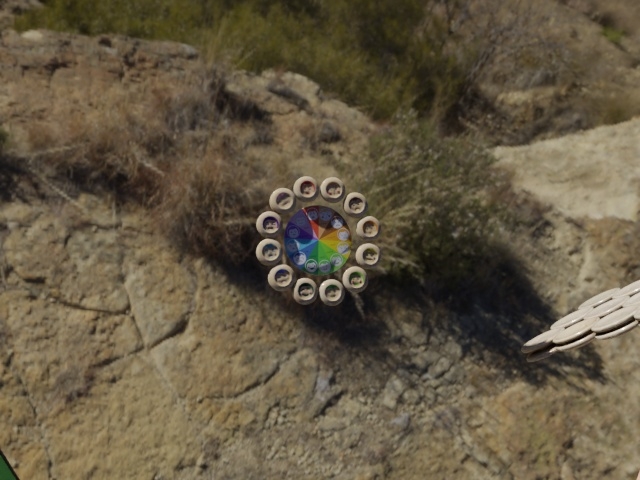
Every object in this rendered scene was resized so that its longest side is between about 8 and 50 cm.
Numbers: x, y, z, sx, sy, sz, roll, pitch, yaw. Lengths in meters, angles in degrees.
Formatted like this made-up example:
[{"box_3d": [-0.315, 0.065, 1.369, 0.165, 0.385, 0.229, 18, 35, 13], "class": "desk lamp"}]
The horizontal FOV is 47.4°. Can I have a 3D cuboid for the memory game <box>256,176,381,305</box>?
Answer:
[{"box_3d": [0.000, 0.000, 1.009, 0.186, 0.012, 0.186, 2, 82, -15], "class": "memory game"}]

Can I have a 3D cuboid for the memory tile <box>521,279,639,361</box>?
[{"box_3d": [0.221, 0.048, 0.523, 0.113, 0.148, 0.012, -25, 84, -31], "class": "memory tile"}]

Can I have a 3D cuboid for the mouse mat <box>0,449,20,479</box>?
[{"box_3d": [-0.250, 0.197, 0.480, 0.007, 0.190, 0.153, -11, 25, 17], "class": "mouse mat"}]

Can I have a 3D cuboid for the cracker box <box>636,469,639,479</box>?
[{"box_3d": [0.337, 0.219, 0.529, 0.232, 0.156, 0.067, 20, -2, -17], "class": "cracker box"}]
